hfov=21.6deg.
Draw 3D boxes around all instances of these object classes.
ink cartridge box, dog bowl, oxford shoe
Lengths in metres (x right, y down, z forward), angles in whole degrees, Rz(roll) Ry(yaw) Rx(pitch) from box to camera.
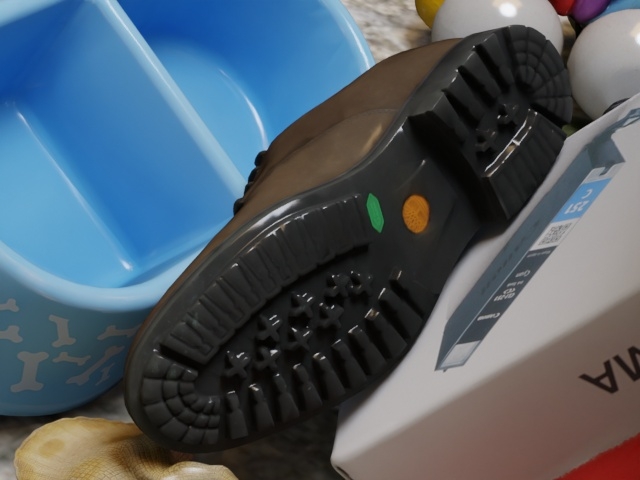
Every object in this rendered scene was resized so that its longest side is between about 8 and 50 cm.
[{"bbox_3d":[0.135,0.029,0.583,0.066,0.296,0.261,46,26,-21],"label":"ink cartridge box"},{"bbox_3d":[-0.080,-0.044,0.725,0.166,0.074,0.297,55,42,1],"label":"dog bowl"},{"bbox_3d":[0.000,0.000,0.663,0.227,0.082,0.096,-41,27,-29],"label":"oxford shoe"}]

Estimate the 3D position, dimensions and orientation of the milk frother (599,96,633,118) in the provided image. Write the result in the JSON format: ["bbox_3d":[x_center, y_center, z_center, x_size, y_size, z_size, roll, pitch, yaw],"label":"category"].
[{"bbox_3d":[0.173,-0.007,0.822,0.135,0.129,0.143,-24,5,-43],"label":"milk frother"}]

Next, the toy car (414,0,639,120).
[{"bbox_3d":[0.152,-0.157,0.980,0.182,0.136,0.159,13,33,1],"label":"toy car"}]

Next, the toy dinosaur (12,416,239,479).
[{"bbox_3d":[-0.065,0.089,0.622,0.093,0.053,0.183,29,37,26],"label":"toy dinosaur"}]
